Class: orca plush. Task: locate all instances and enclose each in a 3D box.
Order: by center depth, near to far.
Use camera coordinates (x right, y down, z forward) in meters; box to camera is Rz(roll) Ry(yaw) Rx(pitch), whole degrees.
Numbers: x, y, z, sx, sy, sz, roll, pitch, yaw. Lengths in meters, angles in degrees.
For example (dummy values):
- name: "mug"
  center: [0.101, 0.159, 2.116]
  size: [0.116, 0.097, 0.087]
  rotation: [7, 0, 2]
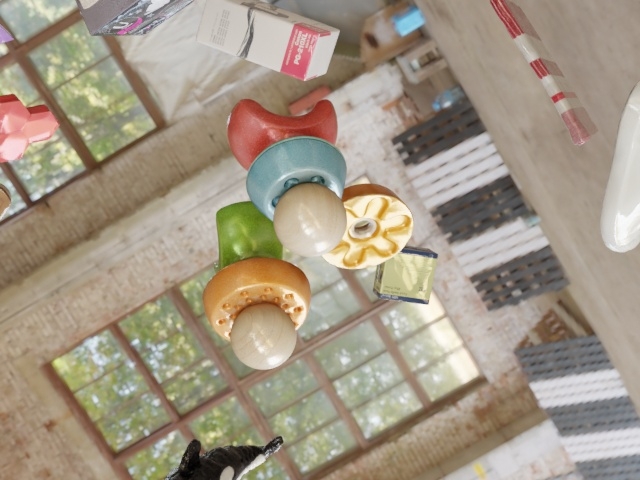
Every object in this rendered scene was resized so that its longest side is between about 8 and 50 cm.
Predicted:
- name: "orca plush"
  center: [-0.184, 0.382, 1.438]
  size: [0.151, 0.287, 0.102]
  rotation: [10, 113, 53]

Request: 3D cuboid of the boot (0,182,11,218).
- name: "boot"
  center: [-0.247, -0.029, 0.548]
  size: [0.087, 0.118, 0.042]
  rotation: [-101, -7, -58]

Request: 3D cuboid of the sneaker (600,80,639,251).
- name: "sneaker"
  center: [0.445, -0.071, 1.118]
  size: [0.123, 0.106, 0.290]
  rotation: [21, 149, 25]

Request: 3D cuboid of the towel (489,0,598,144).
- name: "towel"
  center: [0.398, -0.320, 1.550]
  size: [0.329, 0.037, 0.237]
  rotation: [59, -158, 4]

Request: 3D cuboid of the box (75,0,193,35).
- name: "box"
  center: [-0.277, -0.455, 1.364]
  size: [0.142, 0.247, 0.163]
  rotation: [-24, -90, -60]

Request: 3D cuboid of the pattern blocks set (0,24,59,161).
- name: "pattern blocks set"
  center: [-0.436, -0.110, 0.820]
  size: [0.026, 0.325, 0.285]
  rotation: [47, 164, 32]

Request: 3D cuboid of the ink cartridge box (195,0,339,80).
- name: "ink cartridge box"
  center: [-0.103, -0.409, 1.696]
  size: [0.237, 0.100, 0.172]
  rotation: [22, -160, 8]

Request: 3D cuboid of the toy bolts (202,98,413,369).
- name: "toy bolts"
  center: [0.000, 0.000, 0.771]
  size: [0.158, 0.218, 0.228]
  rotation: [-106, 15, -45]

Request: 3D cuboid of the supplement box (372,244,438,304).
- name: "supplement box"
  center: [0.133, 0.052, 1.347]
  size: [0.056, 0.083, 0.083]
  rotation: [-133, 52, -79]
